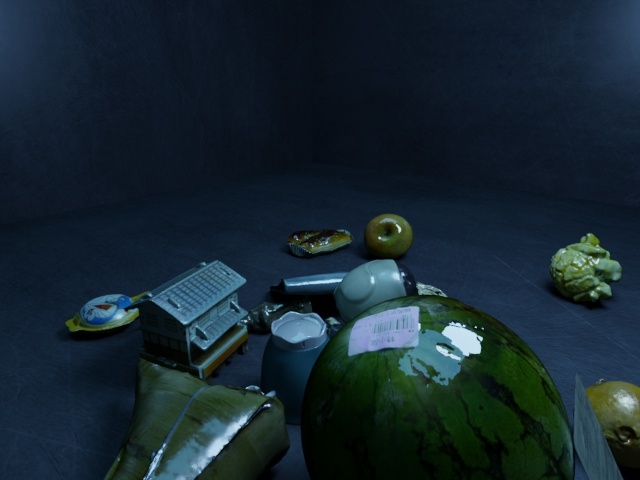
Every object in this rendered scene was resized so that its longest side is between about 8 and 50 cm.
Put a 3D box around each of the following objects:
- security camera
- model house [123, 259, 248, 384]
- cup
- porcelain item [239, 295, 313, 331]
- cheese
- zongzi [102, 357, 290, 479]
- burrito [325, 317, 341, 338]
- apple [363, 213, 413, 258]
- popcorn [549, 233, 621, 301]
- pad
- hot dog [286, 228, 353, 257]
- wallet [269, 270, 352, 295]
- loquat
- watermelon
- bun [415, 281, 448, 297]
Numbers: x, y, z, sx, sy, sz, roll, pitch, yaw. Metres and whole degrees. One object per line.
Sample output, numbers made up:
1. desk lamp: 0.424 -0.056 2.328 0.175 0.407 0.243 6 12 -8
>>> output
1. security camera: 0.132 0.165 0.880 0.191 0.197 0.278 -19 46 6
2. model house: -0.291 0.183 0.964 0.198 0.216 0.224 7 21 24
3. cup: -0.043 0.243 0.856 0.167 0.173 0.299 12 24 34
4. porcelain item: -0.129 0.197 1.116 0.215 0.081 0.069 -7 6 -16
5. cheese: -0.541 0.186 1.164 0.270 0.070 0.176 -17 26 -40
6. zongzi: -0.275 0.318 0.650 0.360 0.160 0.322 16 25 28
7. burrito: 0.053 0.245 1.028 0.044 0.058 0.188 18 9 -28
8. apple: 0.253 -0.013 1.584 0.182 0.183 0.155 4 -9 11
9. popcorn: 0.793 0.086 1.278 0.187 0.186 0.167 -34 5 -8
10. pad: 0.377 0.322 0.542 0.009 0.265 0.159 -23 5 36
11. hot dog: 0.000 0.000 1.667 0.270 0.082 0.162 -12 25 -33
12. wallet: -0.010 0.122 1.225 0.250 0.054 0.290 -4 -3 -16
13. loquat: 0.510 0.310 0.728 0.140 0.141 0.141 0 20 0
14. watermelon: 0.145 0.255 0.571 0.362 0.364 0.363 0 20 0
15. bun: 0.211 0.180 1.070 0.286 0.147 0.287 2 18 -1
